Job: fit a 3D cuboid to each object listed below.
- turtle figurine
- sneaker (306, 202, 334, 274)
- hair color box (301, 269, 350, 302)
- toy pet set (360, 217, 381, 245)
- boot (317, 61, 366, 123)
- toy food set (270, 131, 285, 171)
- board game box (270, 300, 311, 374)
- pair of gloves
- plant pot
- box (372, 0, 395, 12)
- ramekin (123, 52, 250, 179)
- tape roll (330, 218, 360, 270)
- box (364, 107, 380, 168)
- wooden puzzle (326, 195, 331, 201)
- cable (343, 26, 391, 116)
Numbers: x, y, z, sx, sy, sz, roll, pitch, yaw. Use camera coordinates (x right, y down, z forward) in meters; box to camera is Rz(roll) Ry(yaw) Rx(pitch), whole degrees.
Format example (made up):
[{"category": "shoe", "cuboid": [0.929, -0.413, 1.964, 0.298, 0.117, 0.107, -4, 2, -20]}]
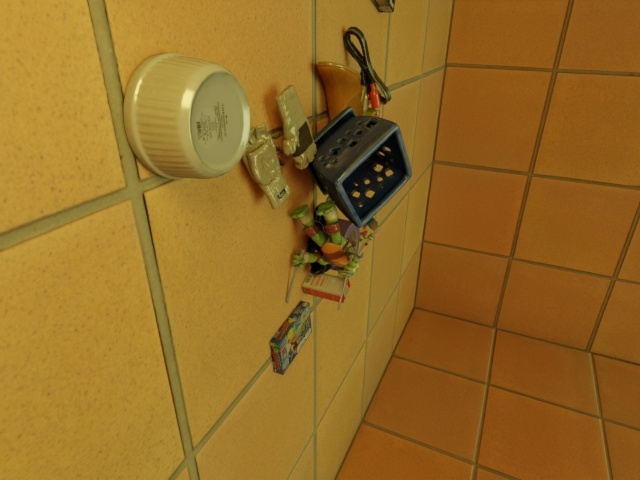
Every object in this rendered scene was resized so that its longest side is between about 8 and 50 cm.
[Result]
[{"category": "turtle figurine", "cuboid": [0.006, 0.040, 1.213, 0.275, 0.198, 0.266, -32, 116, -18]}, {"category": "sneaker", "cuboid": [0.000, 0.000, 1.348, 0.091, 0.082, 0.232, -27, 120, -42]}, {"category": "hair color box", "cuboid": [0.018, 0.149, 1.388, 0.043, 0.141, 0.071, 74, 35, -50]}, {"category": "toy pet set", "cuboid": [0.205, -0.048, 1.878, 0.114, 0.065, 0.122, -43, 154, 6]}, {"category": "boot", "cuboid": [0.056, -0.383, 1.258, 0.295, 0.104, 0.211, -1, 106, -65]}, {"category": "toy food set", "cuboid": [-0.106, -0.205, 1.064, 0.078, 0.019, 0.122, -44, 141, -54]}, {"category": "board game box", "cuboid": [-0.089, 0.305, 1.353, 0.201, 0.035, 0.136, -49, 144, -50]}, {"category": "pair of gloves", "cuboid": [-0.095, -0.221, 1.009, 0.240, 0.042, 0.204, -59, 143, -27]}, {"category": "plant pot", "cuboid": [0.091, -0.217, 1.201, 0.236, 0.212, 0.236, -44, 145, -7]}, {"category": "box", "cuboid": [0.205, -0.893, 1.406, 0.231, 0.056, 0.182, -9, 110, -67]}, {"category": "ramekin", "cuboid": [-0.205, -0.199, 0.709, 0.207, 0.109, 0.206, 13, 90, -68]}, {"category": "tape roll", "cuboid": [0.074, 0.017, 1.537, 0.189, 0.080, 0.188, 13, 90, -69]}, {"category": "box", "cuboid": [0.182, -0.378, 1.619, 0.087, 0.058, 0.232, -46, 141, -52]}, {"category": "wooden puzzle", "cuboid": [0.036, -0.137, 1.459, 0.049, 0.006, 0.083, 78, 33, -46]}, {"category": "cable", "cuboid": [0.144, -0.522, 1.353, 0.072, 0.140, 0.287, -55, 147, -25]}]
